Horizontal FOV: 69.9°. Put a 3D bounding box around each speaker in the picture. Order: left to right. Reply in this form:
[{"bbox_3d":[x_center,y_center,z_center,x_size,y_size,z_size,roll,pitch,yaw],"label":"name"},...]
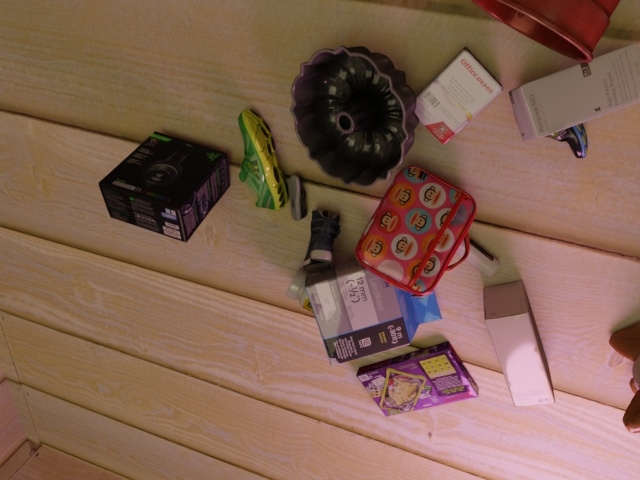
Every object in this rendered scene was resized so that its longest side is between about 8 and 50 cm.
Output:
[{"bbox_3d":[0.416,0.039,1.235,0.136,0.055,0.055,38,124,-3],"label":"speaker"}]

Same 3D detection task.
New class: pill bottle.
[{"bbox_3d":[0.007,0.174,1.421,0.208,0.119,0.119,27,124,4],"label":"pill bottle"}]

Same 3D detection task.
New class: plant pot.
[{"bbox_3d":[0.448,-0.507,0.809,0.272,0.272,0.265,31,116,1],"label":"plant pot"}]

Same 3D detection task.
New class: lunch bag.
[{"bbox_3d":[0.251,-0.014,1.159,0.258,0.120,0.293,29,90,3],"label":"lunch bag"}]

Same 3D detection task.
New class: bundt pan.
[{"bbox_3d":[0.090,-0.300,1.084,0.330,0.124,0.331,26,136,28],"label":"bundt pan"}]

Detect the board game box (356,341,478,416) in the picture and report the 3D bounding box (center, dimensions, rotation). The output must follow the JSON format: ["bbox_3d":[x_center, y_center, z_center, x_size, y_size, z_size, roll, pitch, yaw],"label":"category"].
[{"bbox_3d":[0.316,0.469,1.520,0.346,0.056,0.208,-25,103,30],"label":"board game box"}]

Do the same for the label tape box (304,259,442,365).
[{"bbox_3d":[0.156,0.177,1.288,0.347,0.115,0.250,-16,102,6],"label":"label tape box"}]

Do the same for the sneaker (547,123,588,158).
[{"bbox_3d":[0.529,-0.257,1.029,0.188,0.067,0.078,44,135,-4],"label":"sneaker"}]

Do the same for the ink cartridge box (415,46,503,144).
[{"bbox_3d":[0.309,-0.332,1.054,0.127,0.072,0.175,44,123,-6],"label":"ink cartridge box"}]

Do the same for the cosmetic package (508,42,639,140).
[{"bbox_3d":[0.524,-0.299,0.937,0.230,0.085,0.118,-21,97,6],"label":"cosmetic package"}]

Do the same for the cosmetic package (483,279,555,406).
[{"bbox_3d":[0.548,0.286,1.266,0.113,0.160,0.310,-14,113,25],"label":"cosmetic package"}]

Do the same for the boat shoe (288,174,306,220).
[{"bbox_3d":[-0.064,-0.125,1.326,0.049,0.040,0.142,35,136,45],"label":"boat shoe"}]

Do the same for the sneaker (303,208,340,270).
[{"bbox_3d":[0.002,0.000,1.351,0.086,0.164,0.226,7,164,-9],"label":"sneaker"}]

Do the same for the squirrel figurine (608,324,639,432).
[{"bbox_3d":[0.978,0.373,1.099,0.370,0.281,0.397,39,126,-12],"label":"squirrel figurine"}]

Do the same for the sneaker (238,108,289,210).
[{"bbox_3d":[-0.182,-0.213,1.277,0.123,0.109,0.296,-6,116,18],"label":"sneaker"}]

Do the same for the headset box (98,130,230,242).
[{"bbox_3d":[-0.422,-0.164,1.299,0.246,0.283,0.131,18,138,10],"label":"headset box"}]
